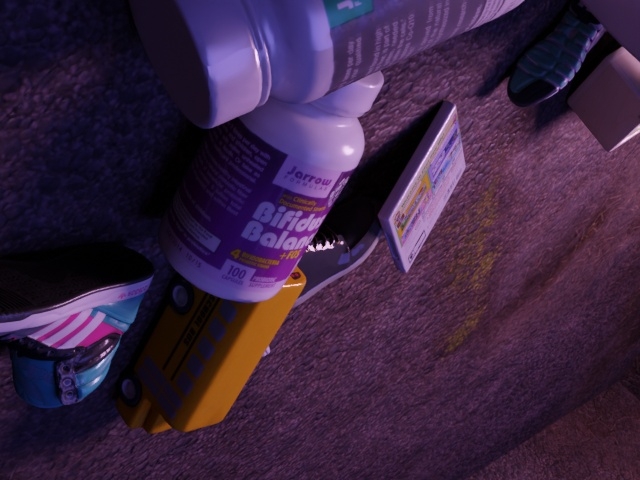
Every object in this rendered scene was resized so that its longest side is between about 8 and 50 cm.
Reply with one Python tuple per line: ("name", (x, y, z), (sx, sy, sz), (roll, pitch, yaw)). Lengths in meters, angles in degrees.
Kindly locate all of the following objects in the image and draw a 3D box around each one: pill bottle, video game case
("pill bottle", (0.014, -0.253, 0.987), (0.361, 0.204, 0.204), (-28, 149, -19))
("video game case", (0.159, -0.078, 1.580), (0.212, 0.023, 0.193), (-59, 157, -16))
("pill bottle", (-0.054, -0.088, 1.185), (0.169, 0.169, 0.301), (-7, 135, -51))

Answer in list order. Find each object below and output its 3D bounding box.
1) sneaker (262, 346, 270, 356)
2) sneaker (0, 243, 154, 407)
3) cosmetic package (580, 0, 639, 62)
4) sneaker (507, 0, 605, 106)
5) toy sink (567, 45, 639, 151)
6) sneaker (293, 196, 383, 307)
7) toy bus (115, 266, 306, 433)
("sneaker", (-0.122, 0.140, 1.555), (0.061, 0.053, 0.152), (-34, 147, -1))
("sneaker", (-0.327, 0.108, 1.149), (0.296, 0.124, 0.178), (-10, 128, -50))
("cosmetic package", (0.589, -0.384, 1.349), (0.329, 0.327, 0.393), (37, 99, -22))
("sneaker", (0.383, -0.288, 1.608), (0.223, 0.083, 0.098), (-49, 158, 7))
("toy sink", (0.574, -0.277, 1.786), (0.234, 0.131, 0.153), (-32, 169, -24))
("sneaker", (0.000, 0.000, 1.482), (0.222, 0.083, 0.118), (-42, 148, -11))
("toy bus", (-0.156, 0.143, 1.413), (0.108, 0.130, 0.332), (-6, 135, -51))
